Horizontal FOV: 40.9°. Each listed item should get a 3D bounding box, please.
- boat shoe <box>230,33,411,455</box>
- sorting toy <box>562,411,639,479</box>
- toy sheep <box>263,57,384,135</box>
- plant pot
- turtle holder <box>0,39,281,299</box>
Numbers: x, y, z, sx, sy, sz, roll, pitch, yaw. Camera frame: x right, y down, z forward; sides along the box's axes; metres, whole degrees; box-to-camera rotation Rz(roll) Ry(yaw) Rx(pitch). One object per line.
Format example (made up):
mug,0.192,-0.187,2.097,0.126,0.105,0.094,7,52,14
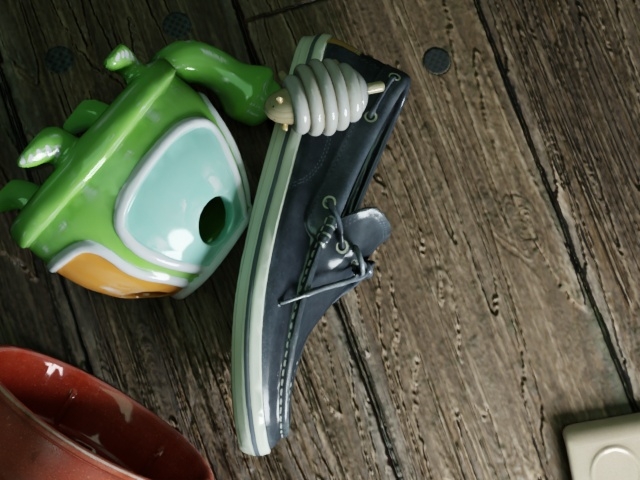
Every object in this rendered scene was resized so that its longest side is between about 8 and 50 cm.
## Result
boat shoe,0.000,0.000,0.988,0.155,0.187,0.500,13,75,2
sorting toy,0.405,0.318,1.055,0.192,0.038,0.208,-8,77,-7
toy sheep,0.004,-0.153,0.910,0.132,0.091,0.091,-18,83,-7
plant pot,-0.296,0.290,0.881,0.272,0.272,0.265,33,88,0
turtle holder,-0.192,-0.076,0.975,0.227,0.243,0.320,40,39,-14
